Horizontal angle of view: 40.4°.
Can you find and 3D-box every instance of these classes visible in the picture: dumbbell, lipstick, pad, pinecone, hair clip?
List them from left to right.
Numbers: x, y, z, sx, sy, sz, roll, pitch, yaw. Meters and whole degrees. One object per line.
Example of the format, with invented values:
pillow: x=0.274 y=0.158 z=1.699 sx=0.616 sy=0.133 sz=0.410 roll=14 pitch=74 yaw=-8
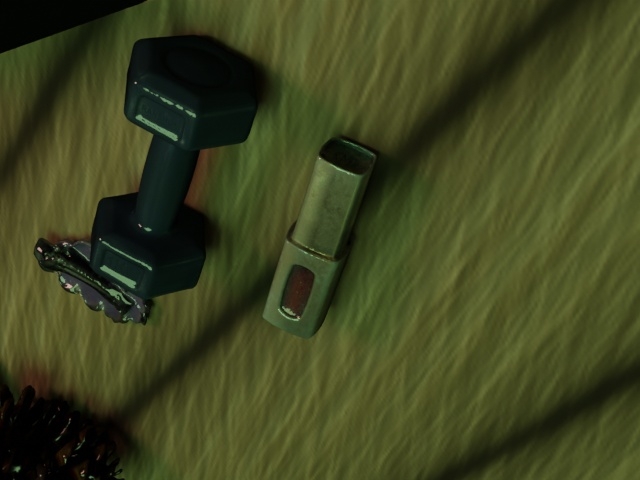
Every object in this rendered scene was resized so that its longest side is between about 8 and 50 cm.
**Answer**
pad: x=-0.416 y=-0.258 z=0.946 sx=0.375 sy=0.315 sz=0.063 roll=-10 pitch=95 yaw=28
pinecone: x=-0.459 y=0.357 z=1.396 sx=0.292 sy=0.246 sz=0.246 roll=11 pitch=126 yaw=-2
hair clip: x=-0.329 y=0.059 z=1.254 sx=0.195 sy=0.052 sz=0.124 roll=35 pitch=135 yaw=-6
dumbbell: x=-0.181 y=-0.080 z=1.036 sx=0.143 sy=0.156 sz=0.316 roll=10 pitch=131 yaw=-18
lipstick: x=0.000 y=0.000 z=1.043 sx=0.079 sy=0.077 sz=0.253 roll=26 pitch=127 yaw=8
